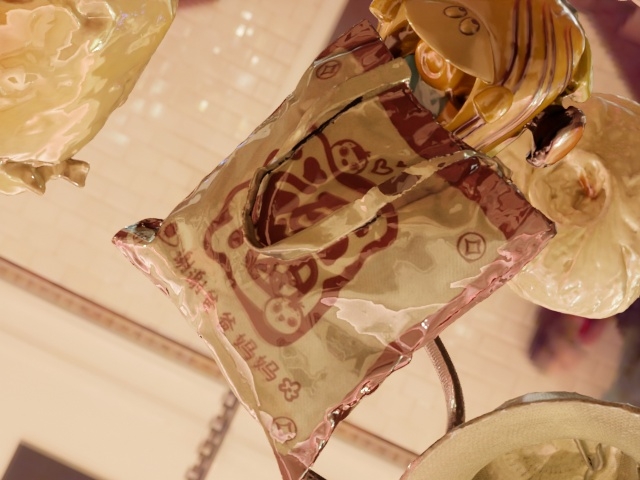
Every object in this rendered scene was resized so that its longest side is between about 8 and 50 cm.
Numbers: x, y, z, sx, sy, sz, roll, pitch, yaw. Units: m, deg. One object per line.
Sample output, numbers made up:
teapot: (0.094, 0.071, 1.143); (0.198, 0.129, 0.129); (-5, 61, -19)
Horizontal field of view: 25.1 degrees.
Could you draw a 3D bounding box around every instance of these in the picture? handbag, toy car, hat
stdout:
handbag: (0.000, 0.000, 0.909); (0.213, 0.235, 0.127); (52, -165, 26)
toy car: (0.093, -0.123, 1.124); (0.200, 0.248, 0.142); (45, 178, 21)
hat: (0.175, 0.185, 1.060); (0.257, 0.257, 0.130); (27, -152, -10)

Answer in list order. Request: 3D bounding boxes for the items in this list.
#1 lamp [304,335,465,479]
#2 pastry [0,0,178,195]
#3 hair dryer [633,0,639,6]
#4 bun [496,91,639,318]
lamp: (0.067, 0.129, 1.210); (0.124, 0.283, 0.203); (19, 151, 7)
pastry: (-0.197, -0.118, 0.638); (0.256, 0.170, 0.237); (9, -147, -13)
hair dryer: (0.355, -0.295, 1.654); (0.154, 0.054, 0.106); (34, -164, -44)
bun: (0.277, -0.047, 1.488); (0.243, 0.244, 0.153); (24, 166, 7)
